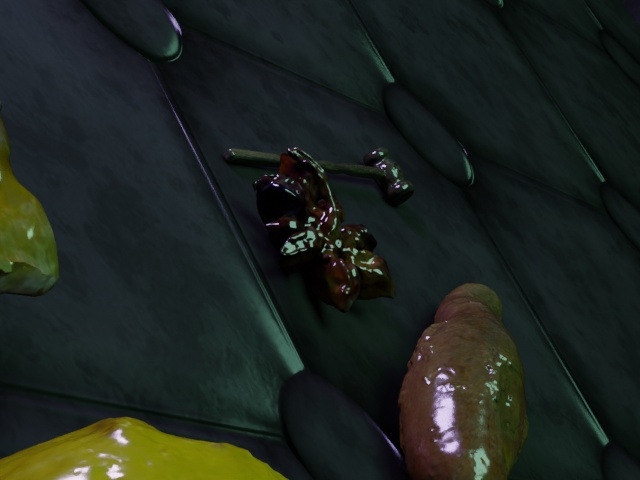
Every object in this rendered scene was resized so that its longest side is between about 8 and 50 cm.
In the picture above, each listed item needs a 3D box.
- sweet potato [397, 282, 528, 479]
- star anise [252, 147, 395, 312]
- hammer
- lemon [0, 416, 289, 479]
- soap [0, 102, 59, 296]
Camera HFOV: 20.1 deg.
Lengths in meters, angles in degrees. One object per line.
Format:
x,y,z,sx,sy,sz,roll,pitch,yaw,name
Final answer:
0.122,0.111,1.514,0.109,0.109,0.385,43,22,-13,sweet potato
0.000,0.000,1.532,0.168,0.057,0.168,42,30,-31,star anise
-0.002,-0.068,1.683,0.058,0.029,0.292,55,25,21,hammer
-0.072,0.216,0.787,0.284,0.260,0.260,20,35,-42,lemon
-0.327,-0.074,0.920,0.335,0.156,0.293,9,41,-57,soap
